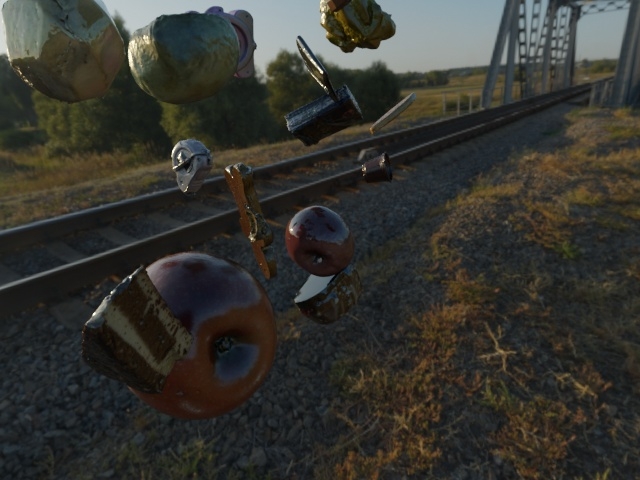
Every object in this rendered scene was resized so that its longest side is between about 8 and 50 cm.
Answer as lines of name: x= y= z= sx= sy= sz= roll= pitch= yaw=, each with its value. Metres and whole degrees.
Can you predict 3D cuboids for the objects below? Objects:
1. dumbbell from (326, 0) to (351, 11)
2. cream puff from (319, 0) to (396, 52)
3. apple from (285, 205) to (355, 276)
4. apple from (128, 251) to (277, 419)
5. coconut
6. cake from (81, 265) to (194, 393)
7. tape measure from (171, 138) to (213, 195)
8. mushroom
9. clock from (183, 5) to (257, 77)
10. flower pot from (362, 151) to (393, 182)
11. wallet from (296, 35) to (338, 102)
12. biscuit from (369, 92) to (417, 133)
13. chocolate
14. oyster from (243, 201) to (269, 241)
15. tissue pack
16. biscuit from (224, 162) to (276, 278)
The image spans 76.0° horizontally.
dumbbell: x=0.020 y=-0.907 z=1.397 sx=0.082 sy=0.231 sz=0.092 roll=-11 pitch=35 yaw=45
cream puff: x=0.126 y=-0.903 z=1.676 sx=0.274 sy=0.323 sz=0.269 roll=-31 pitch=26 yaw=38
apple: x=0.000 y=0.000 z=1.722 sx=0.306 sy=0.305 sz=0.235 roll=3 pitch=42 yaw=19
apple: x=-0.262 y=0.200 z=0.887 sx=0.349 sy=0.348 sz=0.277 roll=-20 pitch=18 yaw=-36
coconut: x=-0.773 y=-0.623 z=1.264 sx=0.353 sy=0.352 sz=0.352 roll=-4 pitch=20 yaw=1
cake: x=-0.290 y=0.122 z=0.582 sx=0.135 sy=0.246 sz=0.112 roll=15 pitch=56 yaw=13
tape measure: x=-0.582 y=-0.351 z=1.841 sx=0.197 sy=0.236 sz=0.120 roll=51 pitch=31 yaw=12
mushroom: x=-0.325 y=-0.434 z=0.973 sx=0.267 sy=0.189 sz=0.164 roll=-5 pitch=10 yaw=-11
clock: x=-0.350 y=-0.686 z=1.425 sx=0.248 sy=0.227 sz=0.090 roll=-15 pitch=31 yaw=-34
flower pot: x=0.199 y=-0.249 z=1.445 sx=0.089 sy=0.111 sz=0.111 roll=-10 pitch=17 yaw=22
wallet: x=-0.020 y=-0.731 z=1.756 sx=0.044 sy=0.170 sz=0.321 roll=-28 pitch=56 yaw=3
biscuit: x=0.247 y=-0.432 z=1.406 sx=0.221 sy=0.029 sz=0.142 roll=-43 pitch=12 yaw=-18
chocolate: x=0.058 y=0.243 z=1.853 sx=0.340 sy=0.210 sz=0.225 roll=-44 pitch=23 yaw=-30
oyster: x=-0.184 y=-0.044 z=1.162 sx=0.056 sy=0.105 sz=0.177 roll=-24 pitch=-16 yaw=-15
tissue pack: x=0.023 y=-0.572 z=1.941 sx=0.332 sy=0.123 sz=0.245 roll=-22 pitch=-17 yaw=16
biscuit: x=-0.228 y=-0.066 z=1.452 sx=0.064 sy=0.432 sz=0.283 roll=-24 pitch=17 yaw=-21
